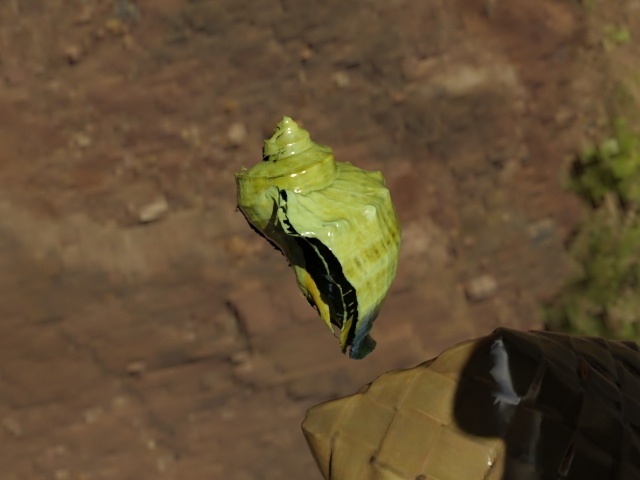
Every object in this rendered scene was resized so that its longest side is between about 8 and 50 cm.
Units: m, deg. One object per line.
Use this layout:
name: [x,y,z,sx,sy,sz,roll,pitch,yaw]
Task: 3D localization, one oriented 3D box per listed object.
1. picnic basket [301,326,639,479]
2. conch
picnic basket: [0.079,0.123,0.660,0.128,0.178,0.138,-25,163,29]
conch: [0.000,0.000,0.908,0.074,0.121,0.089,-14,-170,13]
